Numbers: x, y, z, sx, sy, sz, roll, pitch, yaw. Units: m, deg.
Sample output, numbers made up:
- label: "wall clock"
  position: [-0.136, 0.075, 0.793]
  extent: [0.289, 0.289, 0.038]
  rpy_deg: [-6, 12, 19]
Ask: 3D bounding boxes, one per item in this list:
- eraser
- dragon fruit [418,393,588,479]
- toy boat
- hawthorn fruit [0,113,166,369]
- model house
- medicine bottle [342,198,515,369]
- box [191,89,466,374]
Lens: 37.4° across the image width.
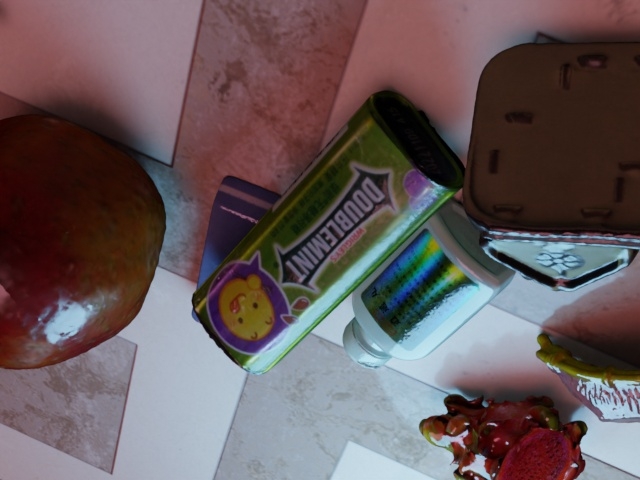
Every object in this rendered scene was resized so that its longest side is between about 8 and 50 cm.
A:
- label: "eraser"
  position: [-0.106, 0.027, 1.177]
  extent: [0.081, 0.036, 0.225]
  rpy_deg: [21, 130, 6]
- label: "dragon fruit"
  position: [0.217, 0.250, 1.158]
  extent: [0.207, 0.150, 0.133]
  rpy_deg: [10, 99, 23]
- label: "toy boat"
  position: [0.394, 0.152, 1.031]
  extent: [0.317, 0.099, 0.141]
  rpy_deg: [-2, 165, 24]
- label: "hawthorn fruit"
  position: [-0.341, 0.009, 1.047]
  extent: [0.284, 0.369, 0.285]
  rpy_deg: [5, 105, 18]
- label: "model house"
  position: [0.273, -0.035, 0.914]
  extent: [0.218, 0.205, 0.279]
  rpy_deg: [4, 156, 21]
- label: "medicine bottle"
  position: [0.108, 0.065, 1.081]
  extent: [0.121, 0.083, 0.229]
  rpy_deg: [48, 130, 9]
- label: "box"
  position: [0.000, 0.000, 1.031]
  extent: [0.134, 0.097, 0.345]
  rpy_deg: [50, 122, 9]
